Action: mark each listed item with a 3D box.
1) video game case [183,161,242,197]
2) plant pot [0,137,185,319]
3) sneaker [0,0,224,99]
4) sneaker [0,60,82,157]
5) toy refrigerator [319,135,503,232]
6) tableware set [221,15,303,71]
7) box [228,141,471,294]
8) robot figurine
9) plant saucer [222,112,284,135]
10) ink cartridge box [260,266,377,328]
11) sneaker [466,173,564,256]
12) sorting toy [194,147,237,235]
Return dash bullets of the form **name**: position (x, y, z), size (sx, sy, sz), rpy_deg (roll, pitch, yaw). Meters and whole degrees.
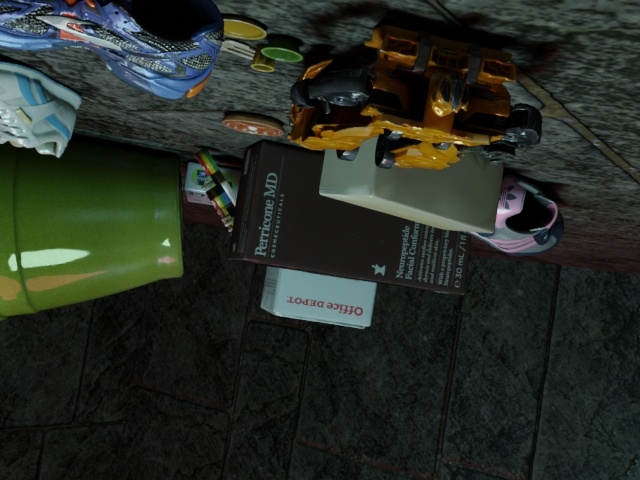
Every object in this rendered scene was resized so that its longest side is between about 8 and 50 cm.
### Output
- **video game case**: position (-0.163, -0.105, 1.739), size (0.244, 0.061, 0.269), rpy_deg (10, 177, -7)
- **plant pot**: position (-0.441, -0.037, 1.561), size (0.353, 0.366, 0.366), rpy_deg (-2, 178, -8)
- **sneaker**: position (-0.165, -0.174, 0.572), size (0.221, 0.083, 0.087), rpy_deg (12, 155, -31)
- **sneaker**: position (-0.386, -0.168, 1.015), size (0.087, 0.092, 0.229), rpy_deg (9, 176, 23)
- **toy refrigerator**: position (0.121, -0.081, 1.039), size (0.094, 0.102, 0.269), rpy_deg (6, 176, 42)
- **tableware set**: position (-0.096, -0.175, 0.701), size (0.154, 0.024, 0.104), rpy_deg (12, 175, -37)
- **box**: position (0.056, -0.031, 1.338), size (0.381, 0.191, 0.143), rpy_deg (9, 177, -16)
- **robot figurine**: position (0.067, -0.117, 0.717), size (0.211, 0.085, 0.291), rpy_deg (9, 177, -13)
- **plant saucer**: position (-0.090, -0.156, 1.086), size (0.083, 0.013, 0.083), rpy_deg (9, 176, 1)
- **ink cartridge box**: position (0.009, 0.019, 1.566), size (0.197, 0.272, 0.114), rpy_deg (10, 176, -18)
- **sneaker**: position (0.325, -0.031, 1.264), size (0.131, 0.112, 0.319), rpy_deg (10, 179, 43)
- **sorting toy**: position (-0.172, -0.064, 1.499), size (0.274, 0.046, 0.132), rpy_deg (60, 175, -32)
